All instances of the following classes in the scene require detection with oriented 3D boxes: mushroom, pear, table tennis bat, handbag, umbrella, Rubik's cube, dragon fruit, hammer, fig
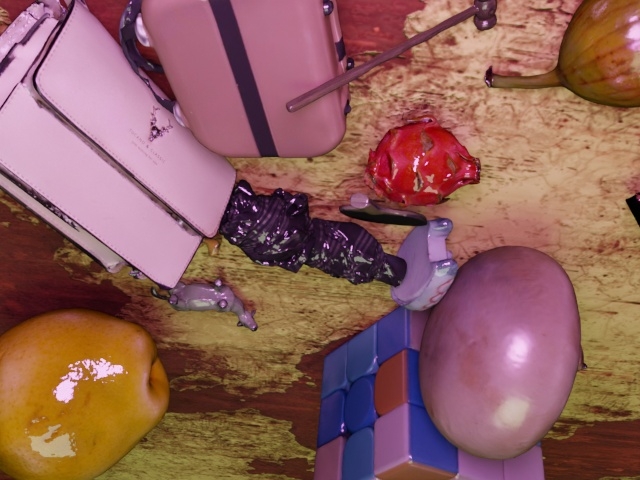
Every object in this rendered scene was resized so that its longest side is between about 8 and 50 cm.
[{"bbox_3d":[0.330,0.193,1.271,0.295,0.362,0.362,18,144,-6],"label":"mushroom"},{"bbox_3d":[-0.523,0.319,1.554,0.418,0.362,0.362,-16,142,4],"label":"pear"},{"bbox_3d":[0.089,-0.042,1.167,0.138,0.022,0.246,5,175,18],"label":"table tennis bat"},{"bbox_3d":[-0.109,-0.234,0.913,0.283,0.149,0.302,0,146,10],"label":"handbag"},{"bbox_3d":[0.002,0.001,1.218,0.337,0.154,0.128,21,101,-12],"label":"umbrella"},{"bbox_3d":[-0.288,-0.120,1.017,0.160,0.236,0.358,10,154,38],"label":"handbag"},{"bbox_3d":[0.219,0.382,1.572,0.347,0.346,0.344,22,140,-24],"label":"Rubik's cube"},{"bbox_3d":[0.146,-0.112,1.076,0.166,0.133,0.136,3,-175,13],"label":"dragon fruit"},{"bbox_3d":[0.086,-0.218,0.877,0.292,0.029,0.058,-30,142,-11],"label":"hammer"},{"bbox_3d":[0.314,-0.207,0.904,0.151,0.151,0.259,32,141,-33],"label":"fig"}]

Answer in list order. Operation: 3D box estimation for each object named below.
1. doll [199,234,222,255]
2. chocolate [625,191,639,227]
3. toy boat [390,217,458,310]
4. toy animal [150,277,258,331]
[{"bbox_3d":[-0.266,0.000,1.320,0.179,0.102,0.088,15,101,-7],"label":"doll"},{"bbox_3d":[0.560,-0.055,1.116,0.156,0.156,0.133,24,122,-25],"label":"chocolate"},{"bbox_3d":[0.188,0.048,1.285,0.079,0.134,0.207,4,150,-16],"label":"toy boat"},{"bbox_3d":[-0.228,0.121,1.497,0.217,0.073,0.176,9,160,1],"label":"toy animal"}]
